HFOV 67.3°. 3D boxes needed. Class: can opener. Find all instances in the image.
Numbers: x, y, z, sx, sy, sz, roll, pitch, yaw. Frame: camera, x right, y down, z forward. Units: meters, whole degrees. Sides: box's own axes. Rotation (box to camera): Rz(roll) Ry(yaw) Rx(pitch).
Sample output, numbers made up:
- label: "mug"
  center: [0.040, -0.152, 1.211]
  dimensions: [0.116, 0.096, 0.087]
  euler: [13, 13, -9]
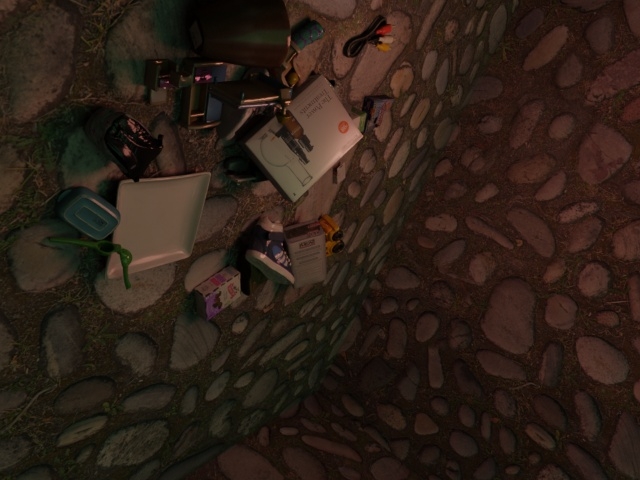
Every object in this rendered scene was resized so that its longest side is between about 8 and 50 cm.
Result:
- label: "can opener"
  center: [-0.246, -0.260, 1.799]
  dimensions: [0.280, 0.074, 0.093]
  euler: [-15, 132, -56]

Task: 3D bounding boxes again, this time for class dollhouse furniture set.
- label: "dollhouse furniture set"
  center: [-0.277, -0.361, 1.341]
  dimensions: [0.286, 0.303, 0.198]
  euler: [-28, 142, -47]

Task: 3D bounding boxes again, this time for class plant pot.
- label: "plant pot"
  center: [-0.237, -0.572, 1.316]
  dimensions: [0.231, 0.215, 0.215]
  euler: [-20, 139, -32]

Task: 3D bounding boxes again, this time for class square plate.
- label: "square plate"
  center: [-0.529, -0.061, 1.551]
  dimensions: [0.344, 0.049, 0.347]
  euler: [-19, 137, -54]

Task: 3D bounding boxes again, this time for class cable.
- label: "cable"
  center: [0.211, -0.824, 1.957]
  dimensions: [0.287, 0.072, 0.139]
  euler: [-34, 142, -39]

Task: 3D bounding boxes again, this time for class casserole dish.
- label: "casserole dish"
  center: [-0.630, -0.067, 1.316]
  dimensions: [0.114, 0.037, 0.188]
  euler: [-44, 141, -5]

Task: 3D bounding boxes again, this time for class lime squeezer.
- label: "lime squeezer"
  center: [-0.629, 0.042, 1.410]
  dimensions: [0.110, 0.058, 0.310]
  euler: [-17, 144, 15]

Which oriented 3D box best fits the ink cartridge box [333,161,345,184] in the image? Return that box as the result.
- label: "ink cartridge box"
  center: [0.093, -0.338, 2.384]
  dimensions: [0.063, 0.029, 0.115]
  euler: [-44, 152, -25]

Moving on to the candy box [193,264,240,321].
- label: "candy box"
  center: [-0.433, 0.221, 2.043]
  dimensions: [0.196, 0.070, 0.164]
  euler: [-37, 149, -36]

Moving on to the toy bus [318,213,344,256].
- label: "toy bus"
  center: [0.000, 0.000, 2.517]
  dimensions: [0.212, 0.149, 0.220]
  euler: [-30, 146, -16]

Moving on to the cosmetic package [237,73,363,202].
- label: "cosmetic package"
  center: [-0.065, -0.369, 1.749]
  dimensions: [0.377, 0.097, 0.284]
  euler: [-45, 120, -10]

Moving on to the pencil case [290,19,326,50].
- label: "pencil case"
  center: [-0.054, -0.689, 1.642]
  dimensions: [0.152, 0.065, 0.070]
  euler: [-44, 128, -24]

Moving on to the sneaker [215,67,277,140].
- label: "sneaker"
  center: [-0.228, -0.427, 1.590]
  dimensions: [0.268, 0.101, 0.153]
  euler: [-59, 153, -1]

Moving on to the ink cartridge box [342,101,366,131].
- label: "ink cartridge box"
  center: [0.065, -0.489, 1.994]
  dimensions: [0.212, 0.154, 0.093]
  euler: [-36, 149, -37]

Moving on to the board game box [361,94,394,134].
- label: "board game box"
  center: [0.275, -0.624, 2.333]
  dimensions: [0.194, 0.060, 0.194]
  euler: [-35, 148, -38]

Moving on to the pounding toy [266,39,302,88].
- label: "pounding toy"
  center: [-0.111, -0.606, 1.529]
  dimensions: [0.154, 0.154, 0.269]
  euler: [-53, 156, -7]

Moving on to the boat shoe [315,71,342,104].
- label: "boat shoe"
  center: [0.037, -0.597, 1.905]
  dimensions: [0.081, 0.079, 0.228]
  euler: [-57, 153, 12]

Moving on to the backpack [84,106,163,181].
- label: "backpack"
  center: [-0.516, -0.260, 1.254]
  dimensions: [0.151, 0.115, 0.182]
  euler: [-63, 157, -15]

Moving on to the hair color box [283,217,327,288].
- label: "hair color box"
  center: [-0.076, 0.072, 2.373]
  dimensions: [0.186, 0.113, 0.374]
  euler: [-16, 143, -10]

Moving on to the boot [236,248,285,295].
- label: "boot"
  center: [-0.263, 0.099, 2.206]
  dimensions: [0.269, 0.089, 0.236]
  euler: [-39, 149, -42]

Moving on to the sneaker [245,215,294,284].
- label: "sneaker"
  center: [-0.187, 0.034, 2.108]
  dimensions: [0.323, 0.130, 0.236]
  euler: [44, 55, -46]
